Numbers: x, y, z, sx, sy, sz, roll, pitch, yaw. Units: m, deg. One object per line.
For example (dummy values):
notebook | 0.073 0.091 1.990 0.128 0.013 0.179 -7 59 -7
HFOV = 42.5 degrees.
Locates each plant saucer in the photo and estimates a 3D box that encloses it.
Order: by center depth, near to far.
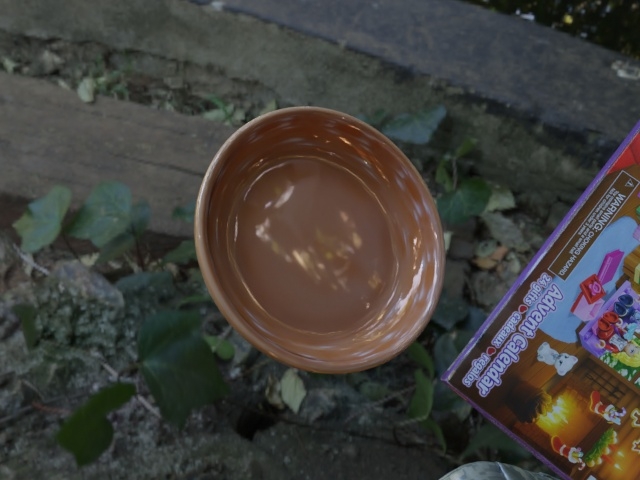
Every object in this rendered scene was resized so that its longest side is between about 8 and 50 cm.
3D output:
plant saucer | 0.000 0.000 0.608 0.200 0.037 0.200 8 72 -25

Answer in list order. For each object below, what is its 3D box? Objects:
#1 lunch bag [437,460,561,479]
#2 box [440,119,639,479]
lunch bag | 0.203 0.373 0.758 0.305 0.212 0.256 30 18 -41
box | 0.259 0.053 0.619 0.201 0.057 0.293 37 86 8
